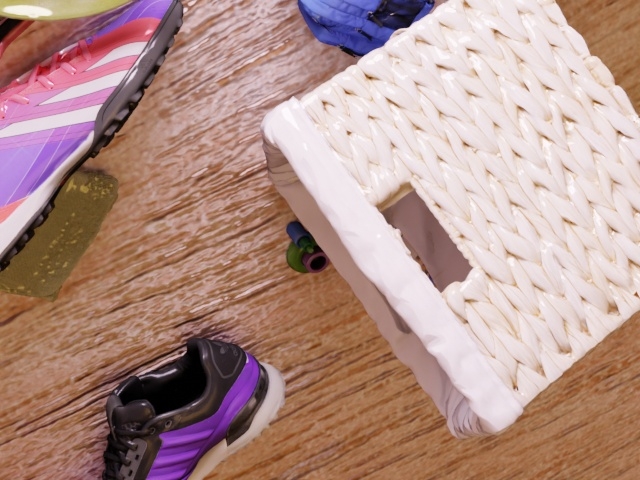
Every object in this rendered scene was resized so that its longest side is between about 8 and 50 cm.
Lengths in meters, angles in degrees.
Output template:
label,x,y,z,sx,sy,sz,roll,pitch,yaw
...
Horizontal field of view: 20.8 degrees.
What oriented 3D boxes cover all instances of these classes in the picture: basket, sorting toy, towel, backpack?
label,x,y,z,sx,sy,sz,roll,pitch,yaw
basket,0.142,-0.026,1.557,0.266,0.328,0.331,-36,176,-5
sorting toy,0.000,0.000,1.761,0.061,0.042,0.102,2,124,-32
towel,-0.261,-0.010,1.609,0.110,0.027,0.148,17,115,-37
backpack,0.025,-0.223,1.561,0.120,0.098,0.101,17,118,-40

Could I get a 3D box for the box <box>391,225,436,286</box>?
label,x,y,z,sx,sy,sz,roll,pitch,yaw
box,0.071,0.017,1.828,0.081,0.028,0.136,-34,136,-2

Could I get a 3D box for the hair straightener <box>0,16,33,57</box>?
label,x,y,z,sx,sy,sz,roll,pitch,yaw
hair straightener,-0.275,-0.192,1.441,0.230,0.047,0.089,-38,135,1

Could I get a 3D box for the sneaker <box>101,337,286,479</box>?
label,x,y,z,sx,sy,sz,roll,pitch,yaw
sneaker,-0.182,0.211,1.787,0.293,0.102,0.146,-49,132,3

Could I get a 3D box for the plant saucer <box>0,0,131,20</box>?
label,x,y,z,sx,sy,sz,roll,pitch,yaw
plant saucer,-0.220,-0.267,1.347,0.241,0.037,0.241,-2,143,-2

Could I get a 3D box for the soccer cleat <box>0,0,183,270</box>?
label,x,y,z,sx,sy,sz,roll,pitch,yaw
soccer cleat,-0.243,-0.102,1.502,0.116,0.108,0.318,39,90,-5
